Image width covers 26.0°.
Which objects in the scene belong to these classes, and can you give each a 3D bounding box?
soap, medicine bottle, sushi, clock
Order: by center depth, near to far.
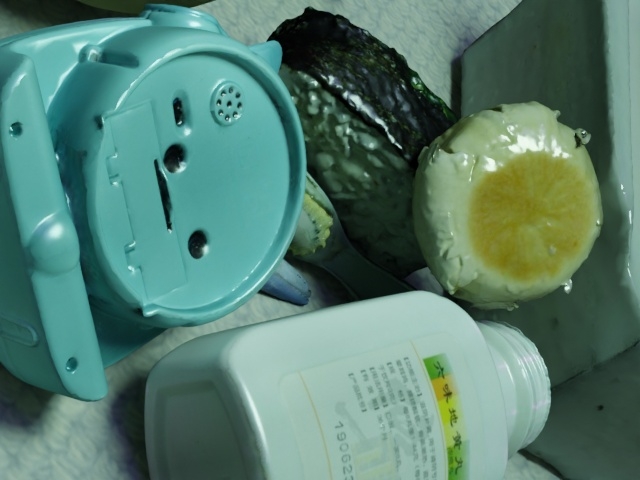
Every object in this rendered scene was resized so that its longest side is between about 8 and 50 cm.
[{"bbox_3d":[-0.105,-0.042,0.905,0.274,0.094,0.223,-28,118,-38],"label":"clock"},{"bbox_3d":[0.034,0.133,0.994,0.324,0.124,0.179,-10,87,-46],"label":"medicine bottle"},{"bbox_3d":[0.036,-0.084,1.138,0.225,0.124,0.127,45,42,-13],"label":"sushi"},{"bbox_3d":[0.294,-0.001,1.274,0.350,0.213,0.435,33,45,-31],"label":"soap"}]

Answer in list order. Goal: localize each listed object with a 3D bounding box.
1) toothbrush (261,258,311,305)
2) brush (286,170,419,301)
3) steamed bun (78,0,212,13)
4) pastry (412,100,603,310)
[{"bbox_3d":[-0.135,-0.049,0.966,0.413,0.042,0.035,37,48,-41],"label":"toothbrush"},{"bbox_3d":[0.000,0.000,1.083,0.297,0.068,0.060,42,4,-20],"label":"brush"},{"bbox_3d":[-0.146,-0.250,1.019,0.250,0.200,0.155,19,76,-32],"label":"steamed bun"},{"bbox_3d":[0.140,-0.025,1.055,0.166,0.088,0.166,-2,97,-19],"label":"pastry"}]
